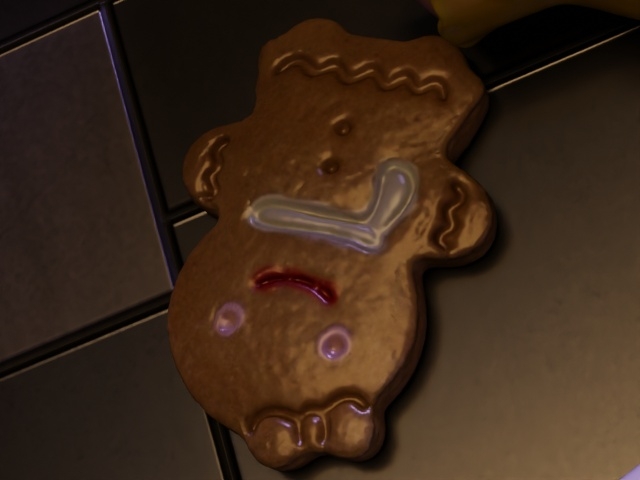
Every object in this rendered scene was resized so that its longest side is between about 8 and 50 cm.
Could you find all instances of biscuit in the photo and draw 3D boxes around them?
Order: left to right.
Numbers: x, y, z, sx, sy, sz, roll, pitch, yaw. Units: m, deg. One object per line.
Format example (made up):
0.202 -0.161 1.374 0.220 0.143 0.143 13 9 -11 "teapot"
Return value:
-0.001 -0.001 1.024 0.184 0.035 0.248 14 77 25 "biscuit"

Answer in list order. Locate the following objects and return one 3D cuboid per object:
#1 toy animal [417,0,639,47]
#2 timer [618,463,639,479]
0.118 -0.167 0.988 0.230 0.156 0.156 5 73 12 "toy animal"
0.208 0.179 0.790 0.195 0.192 0.194 -38 63 5 "timer"
